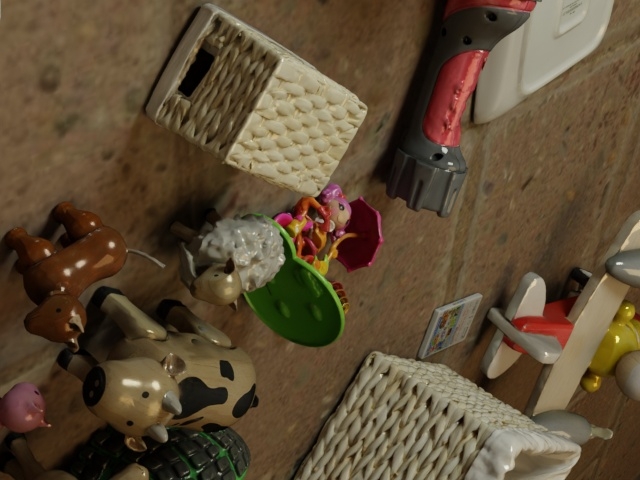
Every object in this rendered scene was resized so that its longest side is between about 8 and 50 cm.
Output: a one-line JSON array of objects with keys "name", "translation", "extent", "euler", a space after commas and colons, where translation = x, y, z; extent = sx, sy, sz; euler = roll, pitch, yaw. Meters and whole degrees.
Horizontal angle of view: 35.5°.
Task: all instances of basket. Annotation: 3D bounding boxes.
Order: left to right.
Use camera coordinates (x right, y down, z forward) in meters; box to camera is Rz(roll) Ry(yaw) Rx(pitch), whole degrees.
[{"name": "basket", "translation": [-0.049, -0.116, 0.880], "extent": [0.113, 0.103, 0.167], "euler": [-60, 150, 8]}, {"name": "basket", "translation": [0.157, 0.360, 1.451], "extent": [0.331, 0.266, 0.328], "euler": [-59, 149, 6]}]

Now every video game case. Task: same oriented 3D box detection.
[{"name": "video game case", "translation": [0.201, 0.131, 1.547], "extent": [0.122, 0.011, 0.087], "euler": [-15, 130, -48]}]

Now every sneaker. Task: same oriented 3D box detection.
[{"name": "sneaker", "translation": [-0.224, 0.294, 1.020], "extent": [0.344, 0.134, 0.146], "euler": [-29, 147, -24]}]

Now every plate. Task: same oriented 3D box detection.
[{"name": "plate", "translation": [0.303, -0.305, 1.254], "extent": [0.277, 0.045, 0.278], "euler": [-34, 142, -31]}]

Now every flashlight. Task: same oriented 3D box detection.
[{"name": "flashlight", "translation": [0.161, -0.176, 1.109], "extent": [0.103, 0.103, 0.303], "euler": [-71, 177, -71]}]

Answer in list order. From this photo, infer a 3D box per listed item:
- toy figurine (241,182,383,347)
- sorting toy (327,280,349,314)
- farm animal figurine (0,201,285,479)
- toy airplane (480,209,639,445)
[{"name": "toy figurine", "translation": [0.000, 0.000, 1.084], "extent": [0.159, 0.130, 0.173], "euler": [-48, 126, -39]}, {"name": "sorting toy", "translation": [-0.001, 0.081, 1.189], "extent": [0.102, 0.042, 0.061], "euler": [-28, 139, -38]}, {"name": "farm animal figurine", "translation": [-0.172, 0.142, 0.882], "extent": [0.327, 0.172, 0.330], "euler": [-8, 125, -51]}, {"name": "toy airplane", "translation": [0.456, 0.176, 1.689], "extent": [0.384, 0.272, 0.386], "euler": [-42, 147, -21]}]
